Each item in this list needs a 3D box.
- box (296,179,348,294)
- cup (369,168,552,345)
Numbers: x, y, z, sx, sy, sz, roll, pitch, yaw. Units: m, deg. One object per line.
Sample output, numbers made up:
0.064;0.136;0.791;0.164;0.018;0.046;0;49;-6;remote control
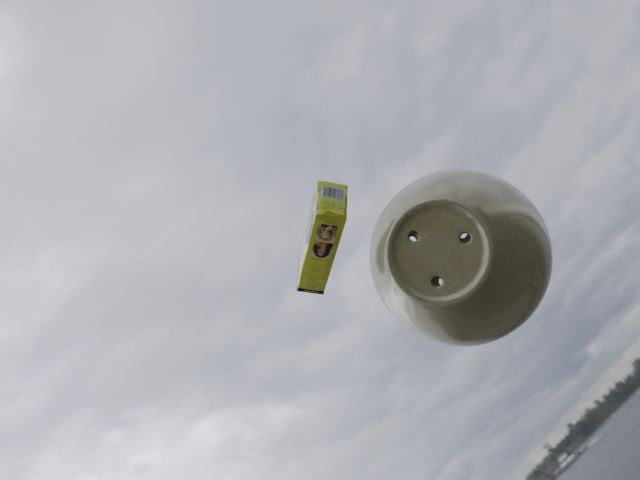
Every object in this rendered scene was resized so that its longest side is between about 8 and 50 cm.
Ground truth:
0.000;0.000;1.177;0.058;0.087;0.232;8;-40;-5;box
0.220;0.023;1.092;0.331;0.331;0.237;-50;-18;10;cup
